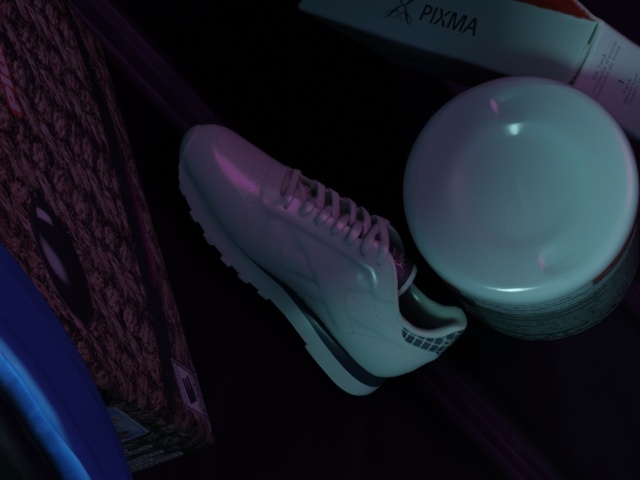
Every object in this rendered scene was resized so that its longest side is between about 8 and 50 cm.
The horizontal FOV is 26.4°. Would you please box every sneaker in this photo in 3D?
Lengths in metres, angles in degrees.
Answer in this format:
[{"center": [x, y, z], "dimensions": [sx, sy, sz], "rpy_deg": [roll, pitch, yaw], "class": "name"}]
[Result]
[{"center": [0.000, 0.000, 0.937], "dimensions": [0.235, 0.095, 0.090], "rpy_deg": [46, 35, -20], "class": "sneaker"}]

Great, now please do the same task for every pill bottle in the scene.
[{"center": [0.164, -0.009, 1.048], "dimensions": [0.283, 0.161, 0.161], "rpy_deg": [42, 27, -72], "class": "pill bottle"}]

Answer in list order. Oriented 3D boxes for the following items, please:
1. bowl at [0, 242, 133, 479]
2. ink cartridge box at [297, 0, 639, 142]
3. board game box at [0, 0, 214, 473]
[{"center": [-0.216, 0.130, 0.289], "dimensions": [0.391, 0.077, 0.391], "rpy_deg": [-3, 97, -23], "class": "bowl"}, {"center": [0.093, -0.178, 1.063], "dimensions": [0.261, 0.296, 0.066], "rpy_deg": [22, 92, -48], "class": "ink cartridge box"}, {"center": [-0.174, -0.024, 0.542], "dimensions": [0.291, 0.141, 0.232], "rpy_deg": [56, 15, -71], "class": "board game box"}]
